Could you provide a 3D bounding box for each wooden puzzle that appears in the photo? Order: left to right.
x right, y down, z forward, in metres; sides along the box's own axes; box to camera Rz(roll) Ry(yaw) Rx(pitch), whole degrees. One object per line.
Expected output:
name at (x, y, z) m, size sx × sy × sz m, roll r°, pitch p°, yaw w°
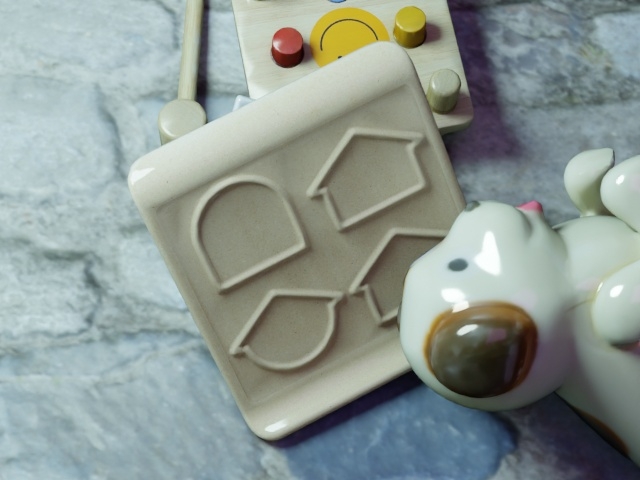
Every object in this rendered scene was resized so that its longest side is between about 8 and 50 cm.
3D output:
wooden puzzle at (0.000, 0.000, 1.411) m, size 0.322 × 0.080 × 0.348 m, roll -27°, pitch 111°, yaw -7°

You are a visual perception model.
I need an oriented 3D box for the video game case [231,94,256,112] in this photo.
video game case at (-0.037, -0.048, 1.443) m, size 0.173 × 0.022 × 0.190 m, roll 14°, pitch 105°, yaw -15°

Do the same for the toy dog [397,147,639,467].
toy dog at (0.279, 0.090, 1.346) m, size 0.407 × 0.284 × 0.396 m, roll 14°, pitch 108°, yaw -12°

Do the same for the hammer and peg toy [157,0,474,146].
hammer and peg toy at (-0.022, -0.225, 1.520) m, size 0.361 × 0.127 × 0.266 m, roll -9°, pitch 72°, yaw -4°
